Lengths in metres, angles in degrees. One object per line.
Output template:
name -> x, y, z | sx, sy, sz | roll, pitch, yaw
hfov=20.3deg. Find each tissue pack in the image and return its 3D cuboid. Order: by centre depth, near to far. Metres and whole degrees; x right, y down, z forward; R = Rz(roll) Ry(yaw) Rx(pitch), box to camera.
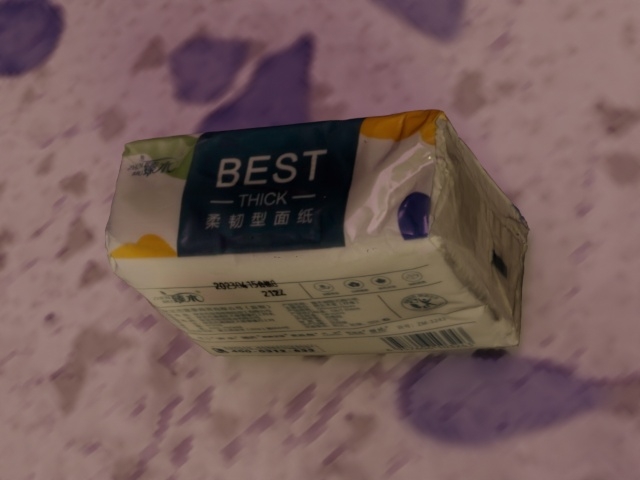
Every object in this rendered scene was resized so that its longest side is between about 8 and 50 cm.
tissue pack -> 0.000, 0.000, 0.418 | 0.083, 0.062, 0.042 | -5, 63, 26
